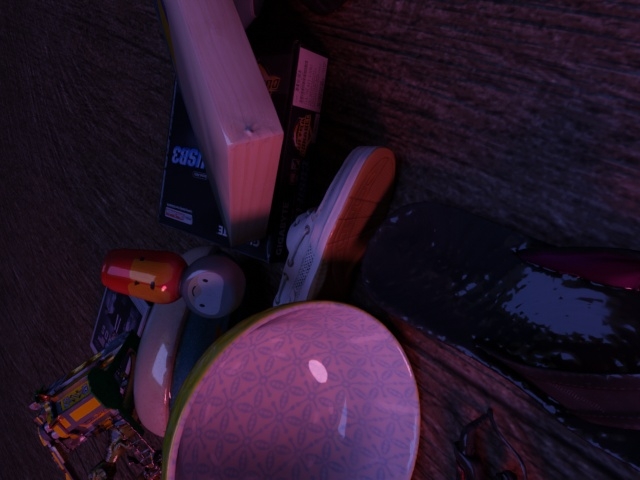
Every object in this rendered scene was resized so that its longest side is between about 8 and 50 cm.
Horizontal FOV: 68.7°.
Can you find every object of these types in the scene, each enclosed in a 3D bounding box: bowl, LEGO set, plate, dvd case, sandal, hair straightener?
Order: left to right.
[{"bbox_3d":[-0.298,0.309,0.680,0.192,0.331,0.255,-34,23,-1],"label":"LEGO set"},{"bbox_3d":[-0.422,0.184,0.998,0.179,0.029,0.239,38,113,35],"label":"dvd case"},{"bbox_3d":[-0.089,-0.377,0.644,0.024,0.188,0.188,13,101,-3],"label":"plate"},{"bbox_3d":[-0.045,0.206,0.525,0.156,0.289,0.290,-5,87,58],"label":"bowl"},{"bbox_3d":[0.179,0.289,0.470,0.089,0.047,0.231,0,85,41],"label":"hair straightener"},{"bbox_3d":[0.202,0.068,0.373,0.445,0.107,0.168,19,81,40],"label":"sandal"}]

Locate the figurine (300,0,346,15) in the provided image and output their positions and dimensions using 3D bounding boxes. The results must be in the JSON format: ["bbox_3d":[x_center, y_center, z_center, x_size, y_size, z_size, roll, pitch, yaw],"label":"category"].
[{"bbox_3d":[0.004,-0.349,0.509,0.214,0.209,0.093,0,90,41],"label":"figurine"}]

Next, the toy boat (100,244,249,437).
[{"bbox_3d":[-0.158,0.108,0.605,0.147,0.318,0.268,9,60,3],"label":"toy boat"}]

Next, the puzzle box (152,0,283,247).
[{"bbox_3d":[-0.142,-0.222,0.546,0.272,0.052,0.409,118,133,-70],"label":"puzzle box"}]

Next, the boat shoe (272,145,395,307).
[{"bbox_3d":[0.000,0.000,0.585,0.096,0.098,0.277,38,115,34],"label":"boat shoe"}]

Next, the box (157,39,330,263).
[{"bbox_3d":[-0.134,-0.141,0.722,0.295,0.073,0.294,17,100,40],"label":"box"}]
